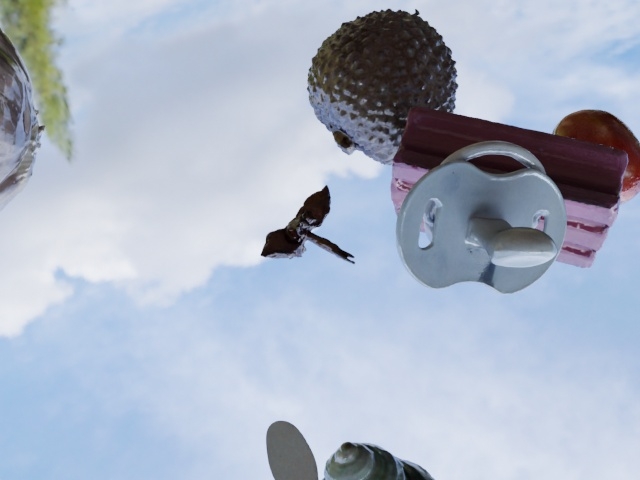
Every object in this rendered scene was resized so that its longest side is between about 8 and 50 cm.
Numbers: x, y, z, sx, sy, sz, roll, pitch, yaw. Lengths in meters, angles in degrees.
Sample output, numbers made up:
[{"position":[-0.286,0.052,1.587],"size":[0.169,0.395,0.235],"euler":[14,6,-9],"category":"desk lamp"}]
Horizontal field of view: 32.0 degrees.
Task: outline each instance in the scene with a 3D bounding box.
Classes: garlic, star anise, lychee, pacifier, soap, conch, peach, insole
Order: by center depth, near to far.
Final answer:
[{"position":[-0.472,-0.143,1.362],"size":[0.259,0.317,0.317],"euler":[15,-158,-21],"category":"garlic"},{"position":[-0.027,0.344,1.547],"size":[0.065,0.197,0.004],"euler":[-17,169,-19],"category":"insole"},{"position":[0.255,-0.017,1.596],"size":[0.279,0.227,0.207],"euler":[4,-161,-21],"category":"pacifier"},{"position":[0.092,0.399,1.654],"size":[0.195,0.277,0.220],"euler":[-26,-158,4],"category":"conch"},{"position":[-0.004,0.005,1.828],"size":[0.144,0.158,0.140],"euler":[37,-167,5],"category":"star anise"},{"position":[0.299,-0.081,1.836],"size":[0.360,0.233,0.128],"euler":[13,-115,7],"category":"soap"},{"position":[0.124,-0.277,2.054],"size":[0.300,0.300,0.300],"euler":[-11,-150,6],"category":"lychee"},{"position":[0.525,-0.153,2.113],"size":[0.192,0.190,0.190],"euler":[16,-148,-2],"category":"peach"}]
